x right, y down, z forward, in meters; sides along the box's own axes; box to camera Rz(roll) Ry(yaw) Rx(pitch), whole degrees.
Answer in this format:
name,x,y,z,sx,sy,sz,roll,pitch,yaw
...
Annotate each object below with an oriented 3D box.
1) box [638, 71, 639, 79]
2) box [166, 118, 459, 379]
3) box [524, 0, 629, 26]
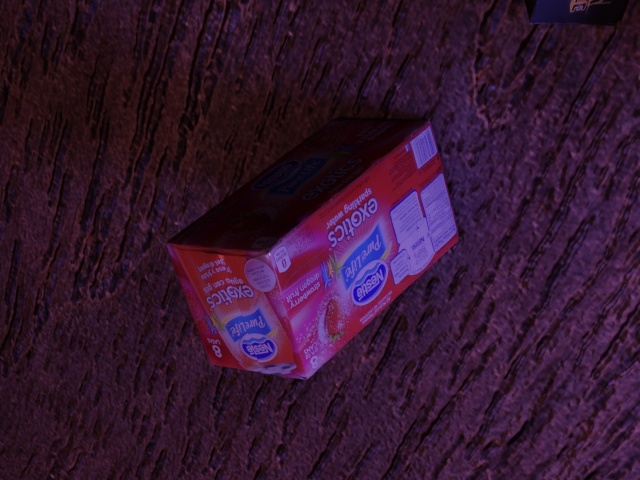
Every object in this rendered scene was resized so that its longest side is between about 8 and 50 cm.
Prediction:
name,x,y,z,sx,sy,sz,roll,pitch,yaw
box,0.333,-0.212,0.941,0.127,0.231,0.262,38,140,33
box,0.000,0.000,1.393,0.122,0.257,0.128,4,121,39
box,0.164,-0.338,0.969,0.073,0.293,0.295,0,141,-8
